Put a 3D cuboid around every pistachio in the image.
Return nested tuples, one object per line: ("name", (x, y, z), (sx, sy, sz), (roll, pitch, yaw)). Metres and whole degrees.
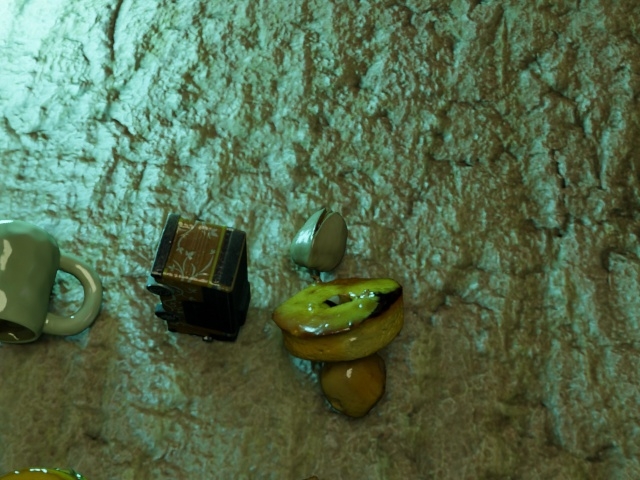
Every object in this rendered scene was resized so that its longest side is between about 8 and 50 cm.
("pistachio", (0.000, 0.000, 1.662), (0.113, 0.113, 0.149), (14, 58, 6))

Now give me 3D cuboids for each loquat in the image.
("loquat", (0.064, 0.257, 1.529), (0.137, 0.113, 0.137), (18, 54, -27))

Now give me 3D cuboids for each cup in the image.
("cup", (-0.558, 0.079, 1.568), (0.255, 0.173, 0.202), (4, 64, 1))

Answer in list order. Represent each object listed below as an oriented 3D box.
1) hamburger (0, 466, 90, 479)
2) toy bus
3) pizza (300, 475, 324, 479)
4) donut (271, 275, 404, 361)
("hamburger", (-0.458, 0.493, 1.354), (0.246, 0.170, 0.246), (-2, 72, 6))
("toy bus", (-0.217, 0.078, 1.522), (0.167, 0.275, 0.138), (11, 62, 1))
("pizza", (-0.069, 0.502, 1.426), (0.161, 0.062, 0.182), (4, 67, -7))
("donut", (0.037, 0.139, 1.526), (0.254, 0.253, 0.118), (-9, 103, -6))
